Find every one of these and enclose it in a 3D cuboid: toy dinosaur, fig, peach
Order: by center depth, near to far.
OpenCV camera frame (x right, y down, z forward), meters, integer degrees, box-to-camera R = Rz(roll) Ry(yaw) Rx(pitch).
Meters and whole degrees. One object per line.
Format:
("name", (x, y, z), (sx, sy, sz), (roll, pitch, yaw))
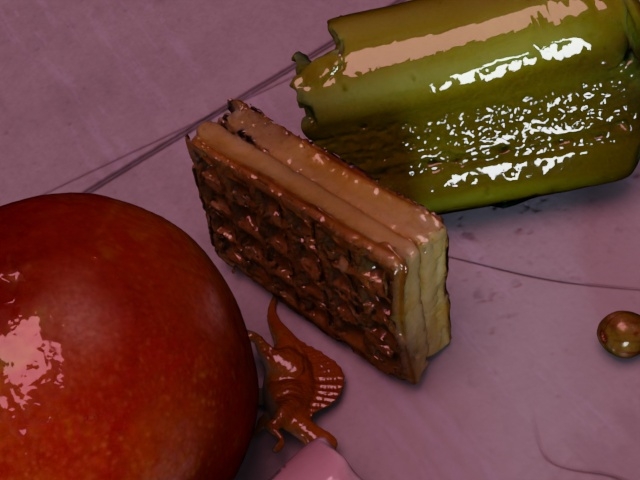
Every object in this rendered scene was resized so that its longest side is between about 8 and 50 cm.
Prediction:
("peach", (-0.238, 0.151, 0.964), (0.389, 0.388, 0.388), (-8, 54, 11))
("fig", (0.322, 0.090, 1.038), (0.083, 0.050, 0.050), (-13, 52, -10))
("toy dinosaur", (-0.029, 0.142, 1.098), (0.142, 0.057, 0.212), (10, 57, 17))

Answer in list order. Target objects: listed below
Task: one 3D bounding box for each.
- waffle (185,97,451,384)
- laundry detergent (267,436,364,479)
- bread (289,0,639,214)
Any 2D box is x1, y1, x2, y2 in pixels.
("waffle", (-0.001, 0.001, 1.086), (0.308, 0.212, 0.091), (32, 60, 31))
("laundry detergent", (-0.093, 0.322, 0.935), (0.335, 0.159, 0.088), (-42, 84, -9))
("bread", (0.177, -0.166, 1.148), (0.377, 0.251, 0.208), (-9, 37, 13))
